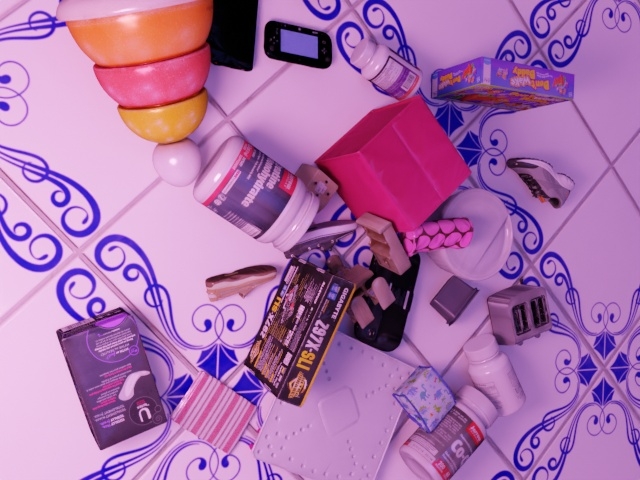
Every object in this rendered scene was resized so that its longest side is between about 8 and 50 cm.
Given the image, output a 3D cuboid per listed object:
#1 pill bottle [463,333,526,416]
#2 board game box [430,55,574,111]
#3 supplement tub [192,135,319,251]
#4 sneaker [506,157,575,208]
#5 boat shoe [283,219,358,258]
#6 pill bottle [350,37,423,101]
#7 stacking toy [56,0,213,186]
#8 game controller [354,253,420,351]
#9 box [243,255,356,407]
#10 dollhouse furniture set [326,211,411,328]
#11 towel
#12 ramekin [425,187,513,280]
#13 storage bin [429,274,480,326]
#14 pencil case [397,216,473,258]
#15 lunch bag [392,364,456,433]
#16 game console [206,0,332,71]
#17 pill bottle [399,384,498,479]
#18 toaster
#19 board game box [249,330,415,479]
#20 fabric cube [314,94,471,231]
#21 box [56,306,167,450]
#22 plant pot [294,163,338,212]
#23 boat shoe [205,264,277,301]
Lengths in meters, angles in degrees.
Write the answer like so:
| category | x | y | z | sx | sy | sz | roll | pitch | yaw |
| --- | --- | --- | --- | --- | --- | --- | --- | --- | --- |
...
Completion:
| category | x | y | z | sx | sy | sz | roll | pitch | yaw |
| --- | --- | --- | --- | --- | --- | --- | --- | --- | --- |
| pill bottle | 0.524 | 0.408 | 2.154 | 0.131 | 0.131 | 0.229 | -32 | 105 | -23 |
| board game box | 0.536 | -0.456 | 2.090 | 0.347 | 0.233 | 0.078 | 2 | 89 | -27 |
| supplement tub | -0.158 | -0.113 | 1.749 | 0.272 | 0.191 | 0.191 | 34 | 76 | -17 |
| sneaker | 0.700 | -0.188 | 2.256 | 0.271 | 0.100 | 0.108 | 25 | 85 | -25 |
| boat shoe | 0.000 | 0.000 | 1.911 | 0.228 | 0.080 | 0.076 | -16 | 108 | -26 |
| pill bottle | 0.182 | -0.480 | 1.978 | 0.193 | 0.108 | 0.108 | 28 | 78 | -25 |
| stacking toy | -0.371 | -0.345 | 1.623 | 0.351 | 0.350 | 0.479 | -20 | 115 | -25 |
| game controller | 0.194 | 0.151 | 2.009 | 0.166 | 0.067 | 0.319 | 29 | 70 | -38 |
| box | -0.058 | 0.215 | 1.756 | 0.079 | 0.257 | 0.322 | 25 | 88 | -24 |
| dollhouse furniture set | 0.097 | 0.070 | 1.855 | 0.242 | 0.212 | 0.161 | -40 | 124 | -16 |
| towel | -0.270 | 0.440 | 1.807 | 0.197 | 0.029 | 0.144 | 40 | 73 | -24 |
| ramekin | 0.430 | -0.017 | 2.102 | 0.273 | 0.127 | 0.272 | 0 | 90 | -27 |
| storage bin | 0.394 | 0.175 | 2.114 | 0.091 | 0.098 | 0.135 | 41 | 72 | 7 |
| pencil case | 0.316 | -0.009 | 1.927 | 0.209 | 0.095 | 0.098 | -6 | 100 | -24 |
| lunch bag | 0.300 | 0.449 | 2.003 | 0.129 | 0.096 | 0.151 | -43 | 98 | -20 |
| game console | -0.129 | -0.542 | 1.853 | 0.361 | 0.044 | 0.213 | 4 | 89 | -28 |
| pill bottle | 0.379 | 0.568 | 2.064 | 0.283 | 0.161 | 0.161 | -41 | 108 | -20 |
| toaster | 0.621 | 0.225 | 2.213 | 0.168 | 0.110 | 0.185 | -16 | 98 | -27 |
| board game box | 0.041 | 0.464 | 1.952 | 0.390 | 0.050 | 0.390 | 29 | 78 | -25 |
| fabric cube | 0.193 | -0.199 | 1.908 | 0.259 | 0.254 | 0.258 | -43 | 107 | -19 |
| box | -0.481 | 0.311 | 1.628 | 0.165 | 0.143 | 0.270 | -19 | 100 | -24 |
| plant pot | -0.017 | -0.135 | 1.887 | 0.109 | 0.096 | 0.109 | 41 | 73 | -23 |
| boat shoe | -0.201 | 0.114 | 1.821 | 0.190 | 0.068 | 0.072 | -11 | 108 | -17 |
